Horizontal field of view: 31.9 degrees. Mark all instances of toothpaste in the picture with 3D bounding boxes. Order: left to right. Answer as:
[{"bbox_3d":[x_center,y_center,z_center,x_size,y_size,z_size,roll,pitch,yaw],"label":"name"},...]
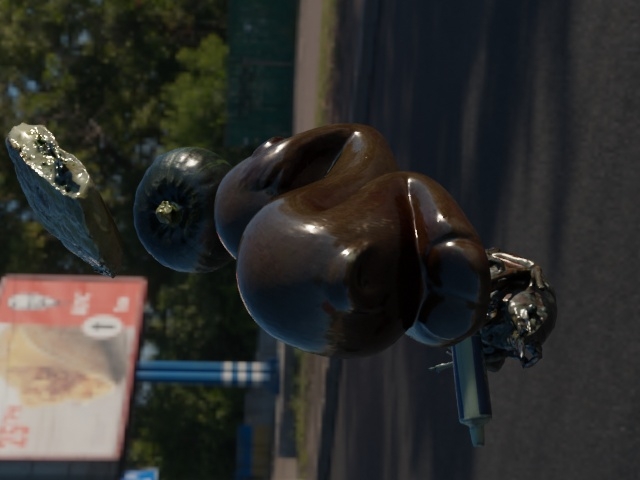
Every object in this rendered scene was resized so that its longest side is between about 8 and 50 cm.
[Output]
[{"bbox_3d":[0.156,0.119,1.187,0.057,0.035,0.197,36,-132,-71],"label":"toothpaste"}]

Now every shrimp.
[{"bbox_3d":[0.205,0.100,1.327,0.372,0.137,0.172,-37,-38,-70],"label":"shrimp"}]

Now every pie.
[{"bbox_3d":[-0.292,-0.036,1.296,0.218,0.052,0.185,39,150,37],"label":"pie"}]

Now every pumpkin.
[{"bbox_3d":[-0.171,-0.040,1.470,0.167,0.125,0.167,10,102,52],"label":"pumpkin"}]

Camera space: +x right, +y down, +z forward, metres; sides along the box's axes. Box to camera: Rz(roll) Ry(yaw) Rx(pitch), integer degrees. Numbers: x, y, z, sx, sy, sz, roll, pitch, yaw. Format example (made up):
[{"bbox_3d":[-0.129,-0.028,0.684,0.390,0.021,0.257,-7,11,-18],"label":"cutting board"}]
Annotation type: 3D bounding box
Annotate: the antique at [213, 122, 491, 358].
[{"bbox_3d":[0.000,0.000,0.779,0.257,0.143,0.121,-126,35,-61],"label":"antique"}]
